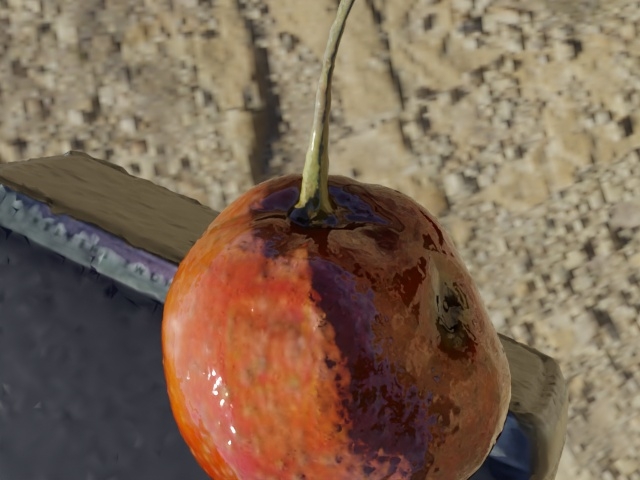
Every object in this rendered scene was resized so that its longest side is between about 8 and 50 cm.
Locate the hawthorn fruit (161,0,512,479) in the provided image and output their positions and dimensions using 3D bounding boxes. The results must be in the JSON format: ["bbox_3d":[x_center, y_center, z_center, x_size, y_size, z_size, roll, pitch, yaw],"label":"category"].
[{"bbox_3d":[0.000,0.000,0.830,0.165,0.165,0.285,12,125,32],"label":"hawthorn fruit"}]

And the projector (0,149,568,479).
[{"bbox_3d":[-0.094,0.200,1.120,0.395,0.242,0.405,24,100,7],"label":"projector"}]
